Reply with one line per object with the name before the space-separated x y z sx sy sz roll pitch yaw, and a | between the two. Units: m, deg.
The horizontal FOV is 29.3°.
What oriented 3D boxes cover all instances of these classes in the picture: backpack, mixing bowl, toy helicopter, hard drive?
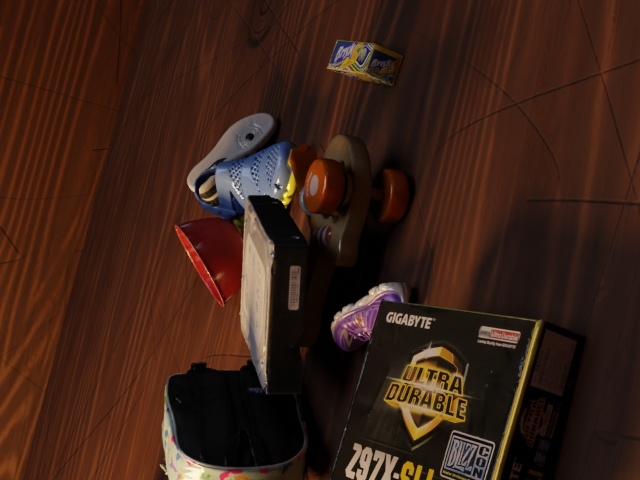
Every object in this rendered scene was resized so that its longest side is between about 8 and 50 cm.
backpack | -0.132 0.322 1.882 0.253 0.225 0.191 -121 34 -64
mixing bowl | -0.190 0.025 2.326 0.098 0.181 0.181 -30 22 -11
toy helicopter | 0.000 0.000 1.921 0.235 0.140 0.355 -125 47 -58
hard drive | -0.079 0.075 1.935 0.339 0.064 0.237 -121 33 -72

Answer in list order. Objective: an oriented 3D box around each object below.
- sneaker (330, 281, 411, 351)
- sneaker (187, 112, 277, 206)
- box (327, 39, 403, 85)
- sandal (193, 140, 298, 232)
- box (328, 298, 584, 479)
sneaker | 0.071 0.121 1.755 0.170 0.068 0.071 -45 42 48
sneaker | -0.162 -0.158 2.460 0.217 0.121 0.079 -40 58 1
box | 0.072 -0.298 2.038 0.169 0.059 0.054 27 97 67
sandal | -0.139 -0.106 2.289 0.317 0.138 0.126 -33 37 54
box | 0.149 0.210 1.447 0.322 0.079 0.257 5 77 60
